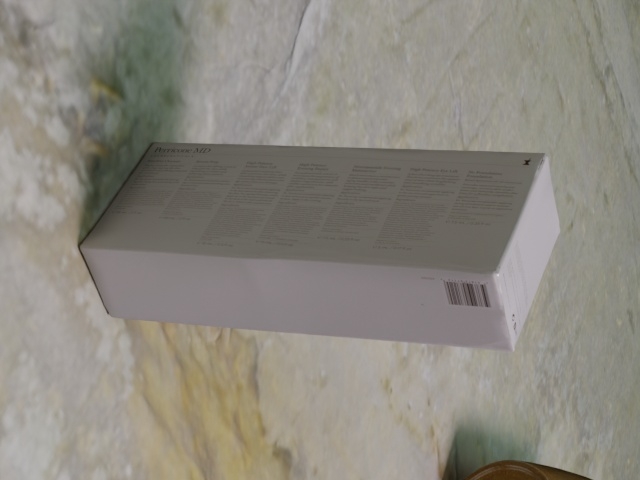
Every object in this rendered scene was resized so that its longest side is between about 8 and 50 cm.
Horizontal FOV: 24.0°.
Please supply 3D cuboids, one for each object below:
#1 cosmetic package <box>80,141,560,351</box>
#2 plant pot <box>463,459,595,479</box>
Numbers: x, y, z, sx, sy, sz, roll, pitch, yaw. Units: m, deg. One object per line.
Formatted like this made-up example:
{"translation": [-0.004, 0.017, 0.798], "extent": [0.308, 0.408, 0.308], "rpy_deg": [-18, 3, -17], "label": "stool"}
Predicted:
{"translation": [0.000, 0.000, 0.815], "extent": [0.099, 0.239, 0.060], "rpy_deg": [-62, 145, -41], "label": "cosmetic package"}
{"translation": [0.223, 0.313, 1.406], "extent": [0.254, 0.237, 0.237], "rpy_deg": [45, 52, -42], "label": "plant pot"}
